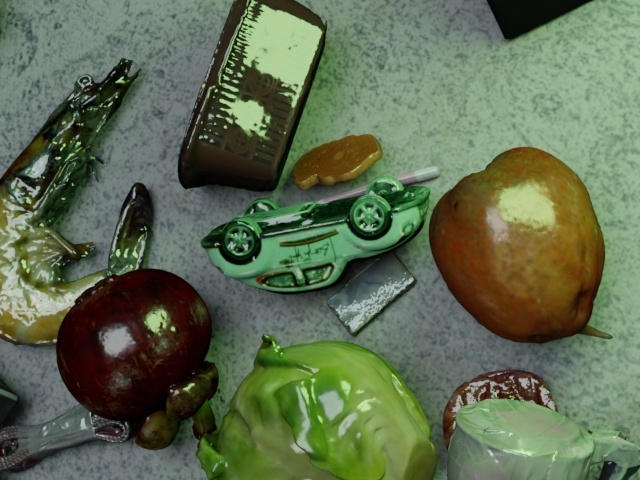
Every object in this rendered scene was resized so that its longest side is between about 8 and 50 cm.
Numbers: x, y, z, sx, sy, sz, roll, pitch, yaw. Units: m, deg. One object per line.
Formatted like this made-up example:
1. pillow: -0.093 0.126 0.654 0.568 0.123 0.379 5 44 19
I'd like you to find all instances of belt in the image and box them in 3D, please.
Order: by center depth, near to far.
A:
1. belt: -0.362 0.270 1.876 0.232 0.053 0.071 -16 70 16

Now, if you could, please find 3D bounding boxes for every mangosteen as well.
1. mangosteen: -0.228 0.165 1.782 0.215 0.215 0.257 -31 95 11

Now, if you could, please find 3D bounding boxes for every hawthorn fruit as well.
1. hawthorn fruit: 0.258 0.024 1.635 0.210 0.210 0.262 -37 79 8

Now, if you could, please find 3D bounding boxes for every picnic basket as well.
1. picnic basket: -0.085 -0.193 1.823 0.129 0.222 0.296 19 84 1

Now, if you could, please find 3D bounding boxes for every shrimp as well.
1. shrimp: -0.348 -0.054 1.936 0.272 0.085 0.445 23 83 15

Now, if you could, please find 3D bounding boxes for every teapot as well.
1. teapot: 0.244 0.287 1.586 0.163 0.222 0.178 26 110 46

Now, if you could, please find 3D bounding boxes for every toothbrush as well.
1. toothbrush: 0.026 -0.058 1.831 0.286 0.020 0.025 -16 66 16

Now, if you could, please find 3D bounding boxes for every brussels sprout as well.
1. brussels sprout: -0.008 0.252 1.661 0.294 0.227 0.259 16 97 15

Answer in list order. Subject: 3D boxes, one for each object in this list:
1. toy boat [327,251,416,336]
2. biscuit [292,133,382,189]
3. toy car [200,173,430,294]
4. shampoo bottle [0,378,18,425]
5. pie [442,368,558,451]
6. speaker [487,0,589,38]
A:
1. toy boat: 0.067 0.069 1.787 0.115 0.016 0.063 -41 67 6
2. biscuit: 0.024 -0.106 1.817 0.130 0.019 0.102 -13 34 22
3. toy car: 0.000 0.000 1.767 0.306 0.136 0.125 -9 103 14
4. shampoo bottle: -0.538 0.184 1.928 0.246 0.080 0.079 34 87 36
5. pie: 0.226 0.232 1.678 0.154 0.038 0.153 -4 75 16
6. speaker: 0.302 -0.413 1.704 0.254 0.232 0.184 -25 70 8
